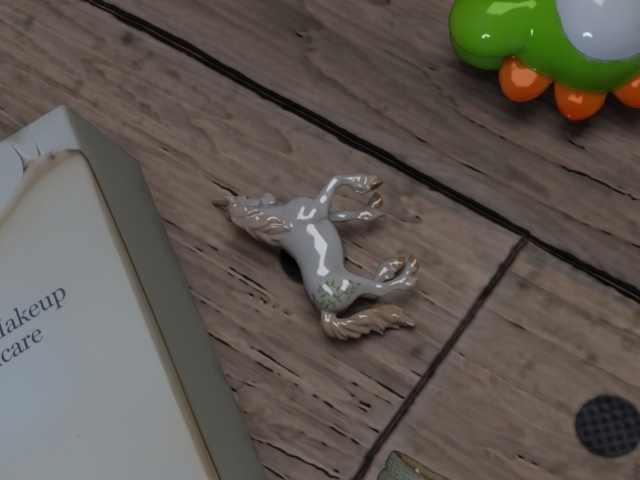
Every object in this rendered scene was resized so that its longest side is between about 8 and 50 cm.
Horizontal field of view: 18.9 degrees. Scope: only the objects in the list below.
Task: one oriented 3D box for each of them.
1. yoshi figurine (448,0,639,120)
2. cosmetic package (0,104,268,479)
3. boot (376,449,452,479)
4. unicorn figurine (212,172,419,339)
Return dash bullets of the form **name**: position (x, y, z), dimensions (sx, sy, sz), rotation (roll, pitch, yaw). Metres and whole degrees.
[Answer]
- **yoshi figurine**: position (0.273, -0.218, 1.440), dimensions (0.362, 0.203, 0.203), rotation (-5, 44, 2)
- **cosmetic package**: position (-0.161, 0.083, 1.282), dimensions (0.160, 0.113, 0.309), rotation (-32, 59, 11)
- **boot**: position (0.088, 0.240, 1.128), dimensions (0.213, 0.077, 0.165), rotation (33, 91, 21)
- **unicorn figurine**: position (0.000, 0.000, 1.386), dimensions (0.111, 0.060, 0.162), rotation (-21, 61, -10)
